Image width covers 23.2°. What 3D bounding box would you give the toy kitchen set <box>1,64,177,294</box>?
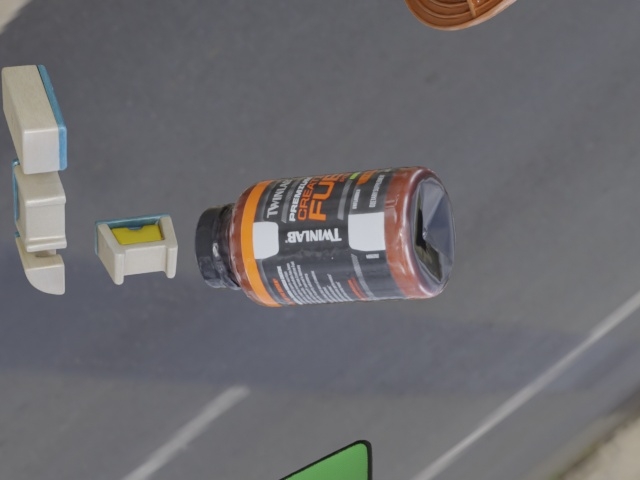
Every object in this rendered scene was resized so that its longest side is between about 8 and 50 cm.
[{"bbox_3d":[-0.232,-0.067,1.598,0.166,0.122,0.207,-7,130,-18],"label":"toy kitchen set"}]

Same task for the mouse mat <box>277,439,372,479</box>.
[{"bbox_3d":[-0.027,0.223,1.045,0.153,0.189,0.007,-29,118,18],"label":"mouse mat"}]

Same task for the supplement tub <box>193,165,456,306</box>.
[{"bbox_3d":[0.000,0.000,1.235,0.198,0.106,0.106,-5,173,27],"label":"supplement tub"}]

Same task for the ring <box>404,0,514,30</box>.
[{"bbox_3d":[0.145,-0.324,1.207,0.032,0.336,0.336,19,129,-25],"label":"ring"}]
